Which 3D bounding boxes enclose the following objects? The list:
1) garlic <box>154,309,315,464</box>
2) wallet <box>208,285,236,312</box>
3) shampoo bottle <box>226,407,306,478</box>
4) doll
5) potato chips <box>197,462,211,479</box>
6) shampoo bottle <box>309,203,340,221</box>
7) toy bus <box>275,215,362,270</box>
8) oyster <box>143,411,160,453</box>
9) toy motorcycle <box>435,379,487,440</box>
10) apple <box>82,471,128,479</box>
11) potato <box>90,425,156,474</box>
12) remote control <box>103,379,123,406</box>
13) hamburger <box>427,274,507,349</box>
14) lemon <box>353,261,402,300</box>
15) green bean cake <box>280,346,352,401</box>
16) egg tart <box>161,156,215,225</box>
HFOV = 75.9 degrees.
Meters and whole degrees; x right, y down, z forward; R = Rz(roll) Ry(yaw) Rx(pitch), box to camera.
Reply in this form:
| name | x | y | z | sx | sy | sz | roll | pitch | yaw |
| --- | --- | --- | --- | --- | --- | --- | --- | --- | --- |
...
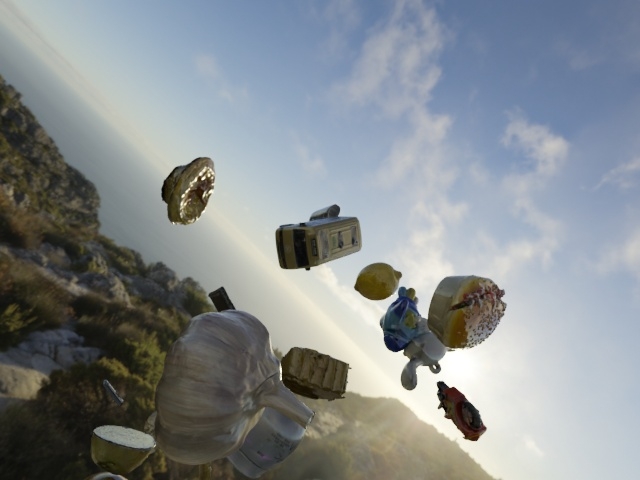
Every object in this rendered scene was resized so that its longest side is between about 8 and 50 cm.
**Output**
| name | x | y | z | sx | sy | sz | roll | pitch | yaw |
| --- | --- | --- | --- | --- | --- | --- | --- | --- | --- |
| garlic | -0.109 | 0.213 | 0.592 | 0.212 | 0.219 | 0.218 | 9 | -18 | 15 |
| wallet | -0.398 | 0.266 | 1.675 | 0.146 | 0.030 | 0.285 | 62 | -26 | -1 |
| shampoo bottle | -0.205 | 0.661 | 1.459 | 0.273 | 0.266 | 0.273 | 43 | -5 | 4 |
| doll | 0.363 | 0.373 | 1.654 | 0.366 | 0.187 | 0.376 | 57 | 25 | 17 |
| potato chips | -0.587 | 1.122 | 2.035 | 0.057 | 0.080 | 0.407 | 34 | -55 | 44 |
| shampoo bottle | 0.016 | -0.114 | 1.919 | 0.056 | 0.086 | 0.227 | 33 | -15 | -18 |
| toy bus | 0.000 | 0.000 | 1.574 | 0.202 | 0.365 | 0.177 | -2 | -81 | 36 |
| oyster | -0.802 | 0.922 | 1.969 | 0.107 | 0.233 | 0.161 | 25 | 2 | 21 |
| toy motorcycle | 0.494 | 0.609 | 1.460 | 0.298 | 0.089 | 0.171 | 175 | -109 | -82 |
| apple | -0.690 | 0.831 | 1.289 | 0.174 | 0.188 | 0.188 | 12 | -23 | 29 |
| potato | -0.634 | 0.674 | 1.299 | 0.202 | 0.117 | 0.182 | 15 | -17 | 5 |
| remote control | -0.612 | 0.450 | 1.214 | 0.034 | 0.016 | 0.091 | 32 | -32 | 64 |
| hamburger | 0.436 | 0.212 | 1.210 | 0.151 | 0.227 | 0.295 | 22 | 8 | 38 |
| lemon | 0.277 | 0.199 | 1.982 | 0.187 | 0.244 | 0.187 | -15 | 90 | -82 |
| green bean cake | -0.027 | 0.451 | 1.388 | 0.224 | 0.131 | 0.230 | 20 | -30 | -8 |
| egg tart | -0.410 | -0.156 | 1.268 | 0.106 | 0.241 | 0.241 | 23 | -10 | 6 |
